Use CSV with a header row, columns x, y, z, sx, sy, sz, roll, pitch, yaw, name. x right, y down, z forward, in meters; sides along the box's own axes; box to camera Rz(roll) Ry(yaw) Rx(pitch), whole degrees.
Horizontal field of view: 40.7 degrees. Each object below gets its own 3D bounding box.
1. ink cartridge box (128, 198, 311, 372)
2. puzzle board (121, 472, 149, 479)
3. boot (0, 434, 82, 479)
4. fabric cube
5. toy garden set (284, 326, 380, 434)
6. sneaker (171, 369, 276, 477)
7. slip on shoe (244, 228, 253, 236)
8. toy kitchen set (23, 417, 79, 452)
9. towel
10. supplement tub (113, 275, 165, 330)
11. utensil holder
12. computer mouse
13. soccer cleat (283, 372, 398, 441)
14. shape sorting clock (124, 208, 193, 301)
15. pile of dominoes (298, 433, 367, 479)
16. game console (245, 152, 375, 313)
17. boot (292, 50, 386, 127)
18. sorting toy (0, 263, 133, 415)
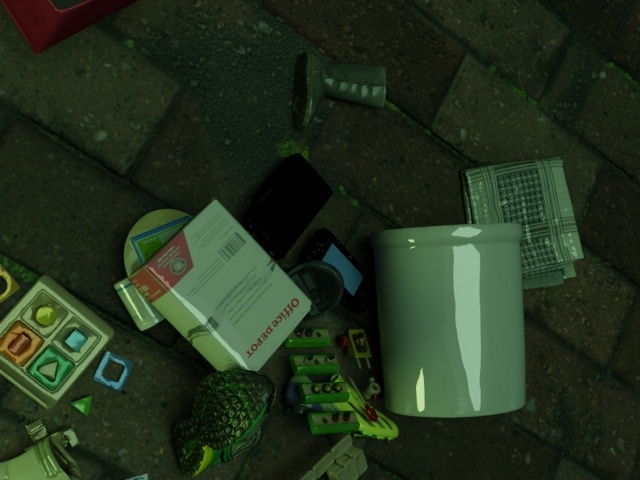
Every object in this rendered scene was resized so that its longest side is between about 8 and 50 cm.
x,y,z,sx,sy,sz,roll,pitch,yaw,name
-0.188,0.099,1.647,0.283,0.117,0.207,48,58,-9,ink cartridge box
-0.388,0.517,1.674,0.128,0.011,0.096,-11,90,-26,puzzle board
-0.502,0.475,1.558,0.165,0.077,0.213,-28,94,0,boot
-0.477,-0.541,1.603,0.254,0.258,0.259,-38,101,-25,fabric cube
0.044,0.281,1.815,0.204,0.049,0.244,4,50,-33,toy garden set
-0.167,0.332,1.639,0.146,0.343,0.134,-11,66,-35,sneaker
-0.202,0.009,1.797,0.135,0.041,0.051,-16,92,-26,slip on shoe
-0.506,0.365,1.597,0.083,0.075,0.068,-29,96,-29,toy kitchen set
0.502,-0.036,2.131,0.312,0.056,0.324,-9,89,-26,towel
-0.352,0.115,1.699,0.071,0.071,0.107,-33,99,-24,supplement tub
0.280,0.164,1.862,0.328,0.327,0.385,-3,89,-26,utensil holder
-0.080,0.120,1.797,0.272,0.072,0.188,-23,100,6,computer mouse
0.056,0.354,1.860,0.289,0.093,0.121,24,68,-22,soccer cleat
-0.293,0.038,1.708,0.206,0.040,0.206,14,65,-32,shape sorting clock
0.003,0.539,1.816,0.251,0.040,0.196,-37,124,-33,pile of dominoes
0.000,0.000,1.879,0.361,0.044,0.213,48,57,-19,game console
0.046,-0.326,1.942,0.208,0.076,0.189,12,82,-31,boot
-0.514,0.190,1.627,0.348,0.047,0.196,43,69,-15,sorting toy
